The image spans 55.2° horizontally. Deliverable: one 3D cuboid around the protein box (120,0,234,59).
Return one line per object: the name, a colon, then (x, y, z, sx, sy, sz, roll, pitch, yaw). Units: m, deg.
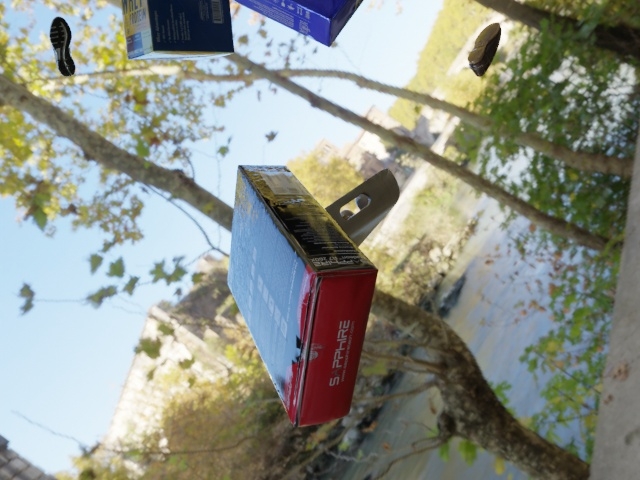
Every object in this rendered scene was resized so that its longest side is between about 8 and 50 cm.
protein box: (-0.319, -0.509, 1.358, 0.201, 0.136, 0.199, -13, -76, -38)

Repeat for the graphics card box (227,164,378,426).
graphics card box: (-0.047, 0.057, 0.902, 0.371, 0.094, 0.232, -131, 43, -55)

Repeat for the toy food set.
toy food set: (0.000, 0.000, 1.145, 0.220, 0.092, 0.306, -35, -11, -34)

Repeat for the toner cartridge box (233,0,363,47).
toner cartridge box: (-0.091, -0.506, 1.132, 0.165, 0.348, 0.075, -57, -10, -22)

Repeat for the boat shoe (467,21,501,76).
boat shoe: (0.534, -0.616, 1.977, 0.073, 0.073, 0.207, 6, 56, 48)

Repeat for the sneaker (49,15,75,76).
sneaker: (-0.487, -0.365, 1.146, 0.040, 0.044, 0.109, -12, -52, -28)
